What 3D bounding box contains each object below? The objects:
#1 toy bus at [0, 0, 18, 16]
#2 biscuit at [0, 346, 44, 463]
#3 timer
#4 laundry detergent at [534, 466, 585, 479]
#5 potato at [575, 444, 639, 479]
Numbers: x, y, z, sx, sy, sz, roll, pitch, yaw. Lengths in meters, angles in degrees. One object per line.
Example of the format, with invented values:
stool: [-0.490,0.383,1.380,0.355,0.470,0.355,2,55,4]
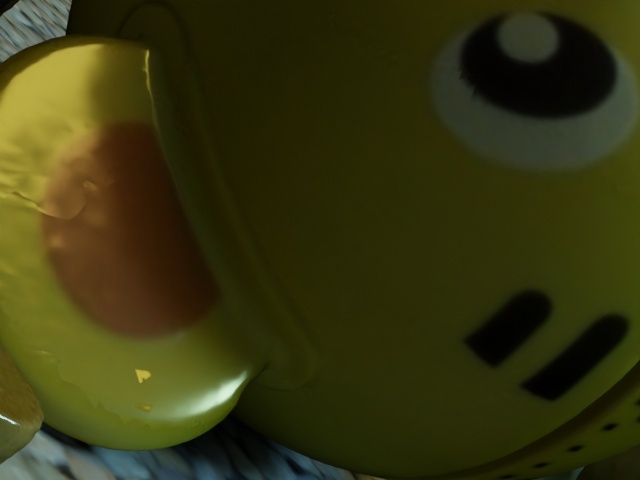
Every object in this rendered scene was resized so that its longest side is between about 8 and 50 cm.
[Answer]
toy bus: [-0.243,-0.236,0.647,0.329,0.143,0.153,39,6,-33]
biscuit: [-0.135,0.008,0.362,0.158,0.035,0.240,47,7,-15]
timer: [0.030,-0.074,0.631,0.387,0.376,0.376,23,21,-40]
laundry detergent: [0.092,0.078,1.038,0.215,0.105,0.280,44,9,-7]
potato: [0.260,0.205,0.793,0.289,0.237,0.301,43,8,-31]
